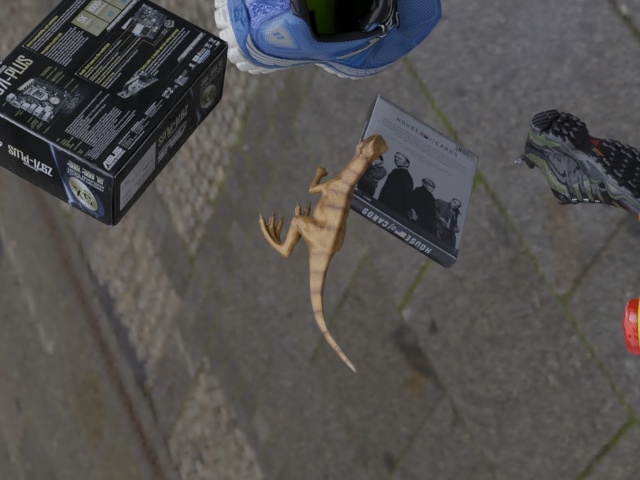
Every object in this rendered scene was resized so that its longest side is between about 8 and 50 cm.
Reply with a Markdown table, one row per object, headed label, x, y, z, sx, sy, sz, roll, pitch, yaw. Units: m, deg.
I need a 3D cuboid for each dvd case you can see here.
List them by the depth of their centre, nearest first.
| label | x | y | z | sx | sy | sz | roll | pitch | yaw |
| --- | --- | --- | --- | --- | --- | --- | --- | --- | --- |
| dvd case | 0.127 | -0.086 | 1.868 | 0.029 | 0.179 | 0.238 | -50 | 13 | 38 |

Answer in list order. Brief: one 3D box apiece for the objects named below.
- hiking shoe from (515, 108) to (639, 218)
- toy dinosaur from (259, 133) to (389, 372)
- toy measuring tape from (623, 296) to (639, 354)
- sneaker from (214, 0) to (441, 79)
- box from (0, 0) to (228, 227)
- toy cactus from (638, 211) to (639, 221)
| label | x | y | z | sx | sy | sz | roll | pitch | yaw |
| --- | --- | --- | --- | --- | --- | --- | --- | --- | --- |
| hiking shoe | 0.383 | -0.088 | 1.897 | 0.227 | 0.086 | 0.114 | 38 | 144 | 17 |
| toy dinosaur | 0.000 | 0.000 | 1.194 | 0.112 | 0.064 | 0.211 | 7 | 82 | 52 |
| toy measuring tape | 0.442 | 0.071 | 1.660 | 0.121 | 0.330 | 0.121 | 11 | 125 | 17 |
| sneaker | 0.042 | -0.251 | 1.507 | 0.147 | 0.330 | 0.130 | -11 | 94 | 42 |
| box | -0.189 | -0.124 | 1.166 | 0.147 | 0.180 | 0.077 | 28 | 147 | 9 |
| toy cactus | 0.403 | -0.024 | 1.333 | 0.219 | 0.112 | 0.180 | 100 | 147 | -52 |
